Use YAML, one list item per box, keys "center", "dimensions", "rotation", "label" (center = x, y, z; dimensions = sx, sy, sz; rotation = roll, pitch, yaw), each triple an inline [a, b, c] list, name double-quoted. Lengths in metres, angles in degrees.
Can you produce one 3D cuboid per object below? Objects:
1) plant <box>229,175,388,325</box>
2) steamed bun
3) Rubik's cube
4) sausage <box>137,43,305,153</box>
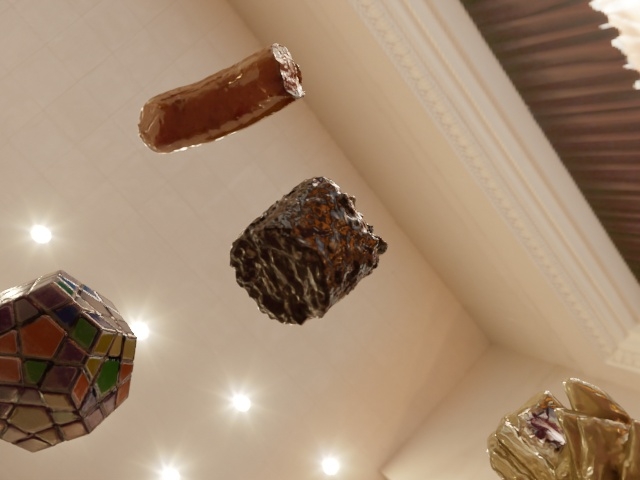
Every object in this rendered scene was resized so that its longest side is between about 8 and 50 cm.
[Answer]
- center: [0.000, 0.000, 1.380]
  dimensions: [0.312, 0.213, 0.215]
  rotation: [-37, -86, -45]
  label: "plant"
- center: [0.376, 0.290, 0.858]
  dimensions: [0.247, 0.428, 0.189]
  rotation: [4, -68, -50]
  label: "steamed bun"
- center: [-0.169, 0.073, 0.463]
  dimensions: [0.111, 0.111, 0.093]
  rotation: [42, -90, -23]
  label: "Rubik's cube"
- center: [-0.156, -0.211, 1.153]
  dimensions: [0.270, 0.109, 0.109]
  rotation: [-19, -74, 17]
  label: "sausage"
